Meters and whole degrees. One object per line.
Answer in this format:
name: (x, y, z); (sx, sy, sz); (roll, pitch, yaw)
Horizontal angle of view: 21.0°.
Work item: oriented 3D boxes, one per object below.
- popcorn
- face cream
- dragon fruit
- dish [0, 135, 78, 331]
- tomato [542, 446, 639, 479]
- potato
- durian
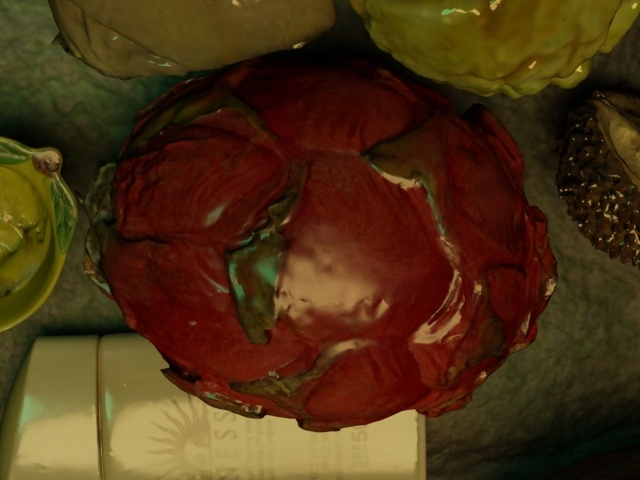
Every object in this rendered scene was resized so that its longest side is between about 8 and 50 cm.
popcorn: (0.113, -0.199, 1.161); (0.204, 0.184, 0.221); (-33, 119, 15)
face cream: (-0.090, 0.154, 1.393); (0.348, 0.081, 0.174); (-1, 103, -2)
dragon fruit: (0.000, 0.000, 1.217); (0.342, 0.277, 0.277); (9, 118, -12)
dish: (-0.260, -0.015, 1.301); (0.207, 0.080, 0.149); (-39, 110, 19)
tomato: (0.268, 0.322, 1.394); (0.316, 0.282, 0.317); (-2, 117, -3)
potato: (-0.121, -0.251, 1.114); (0.211, 0.189, 0.264); (-15, 118, 6)
durian: (0.269, -0.043, 1.253); (0.196, 0.167, 0.196); (18, 118, 38)
